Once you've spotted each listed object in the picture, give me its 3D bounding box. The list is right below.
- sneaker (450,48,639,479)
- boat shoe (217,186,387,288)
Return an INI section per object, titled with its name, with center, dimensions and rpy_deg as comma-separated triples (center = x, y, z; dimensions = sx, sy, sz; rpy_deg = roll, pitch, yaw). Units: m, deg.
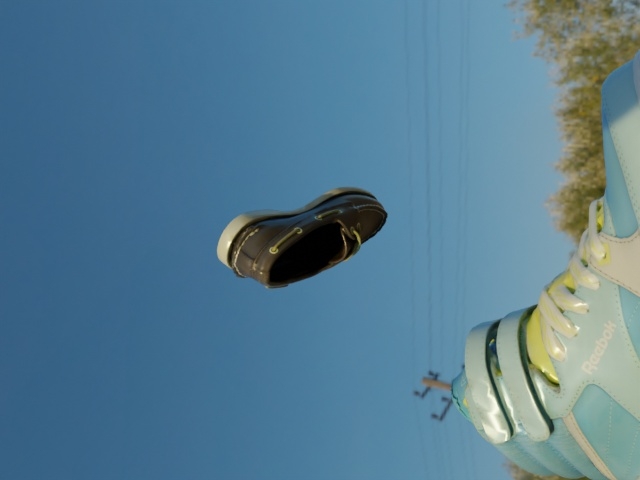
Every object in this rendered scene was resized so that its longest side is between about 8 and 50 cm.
[sneaker]
center = 0.168, 0.044, 0.499
dimensions = 0.127, 0.208, 0.318
rpy_deg = -45, -58, -51
[boat shoe]
center = 0.000, 0.000, 0.795
dimensions = 0.228, 0.069, 0.081
rpy_deg = -17, -48, -44
